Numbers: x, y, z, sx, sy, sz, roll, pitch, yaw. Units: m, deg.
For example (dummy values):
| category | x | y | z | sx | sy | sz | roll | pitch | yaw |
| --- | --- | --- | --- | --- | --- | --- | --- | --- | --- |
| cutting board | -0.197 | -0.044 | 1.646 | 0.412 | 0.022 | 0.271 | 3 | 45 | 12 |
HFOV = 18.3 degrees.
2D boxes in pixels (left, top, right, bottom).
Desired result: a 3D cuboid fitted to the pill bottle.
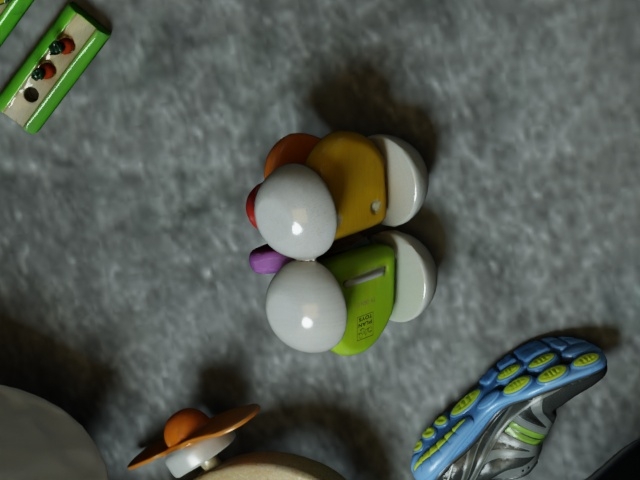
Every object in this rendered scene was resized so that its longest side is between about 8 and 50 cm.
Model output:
| category | x | y | z | sx | sy | sz | roll | pitch | yaw |
| --- | --- | --- | --- | --- | --- | --- | --- | --- | --- |
| pill bottle | -0.301 | 0.278 | 1.627 | 0.169 | 0.169 | 0.301 | 28 | 117 | 1 |

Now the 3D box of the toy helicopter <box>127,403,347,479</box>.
| category | x | y | z | sx | sy | sz | roll | pitch | yaw |
| --- | --- | --- | --- | --- | --- | --- | --- | --- | --- |
| toy helicopter | -0.127 | 0.241 | 1.661 | 0.355 | 0.140 | 0.235 | -3 | 110 | 23 |

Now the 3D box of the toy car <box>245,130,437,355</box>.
| category | x | y | z | sx | sy | sz | roll | pitch | yaw |
| --- | --- | --- | --- | --- | --- | --- | --- | --- | --- |
| toy car | 0.000 | 0.000 | 1.583 | 0.136 | 0.159 | 0.182 | 6 | 108 | 43 |

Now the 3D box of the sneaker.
| category | x | y | z | sx | sy | sz | roll | pitch | yaw |
| --- | --- | --- | --- | --- | --- | --- | --- | --- | --- |
| sneaker | 0.161 | 0.148 | 1.630 | 0.188 | 0.067 | 0.078 | -41 | 116 | 14 |

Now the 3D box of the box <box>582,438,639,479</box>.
| category | x | y | z | sx | sy | sz | roll | pitch | yaw |
| --- | --- | --- | --- | --- | --- | --- | --- | --- | --- |
| box | 0.315 | 0.394 | 1.534 | 0.395 | 0.212 | 0.293 | 34 | 106 | 15 |

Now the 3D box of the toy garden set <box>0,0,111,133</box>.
| category | x | y | z | sx | sy | sz | roll | pitch | yaw |
| --- | --- | --- | --- | --- | --- | --- | --- | --- | --- |
| toy garden set | -0.272 | -0.237 | 1.602 | 0.244 | 0.049 | 0.204 | 39 | 106 | -2 |
